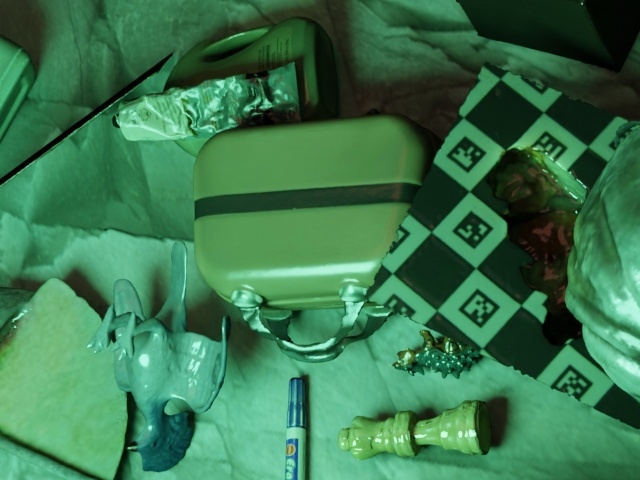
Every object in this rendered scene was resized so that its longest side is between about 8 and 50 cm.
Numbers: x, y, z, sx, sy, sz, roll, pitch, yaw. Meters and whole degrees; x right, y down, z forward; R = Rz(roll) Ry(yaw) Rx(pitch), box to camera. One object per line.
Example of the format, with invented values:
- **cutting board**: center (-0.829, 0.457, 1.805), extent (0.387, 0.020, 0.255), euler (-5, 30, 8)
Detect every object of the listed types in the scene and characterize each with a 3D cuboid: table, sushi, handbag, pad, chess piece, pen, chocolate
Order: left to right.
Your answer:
- **pad**: center (-0.331, -0.138, 1.909), extent (0.330, 0.220, 0.004), euler (-35, 101, 8)
- **pen**: center (-0.029, 0.253, 1.657), extent (0.025, 0.025, 0.204), euler (-10, 63, 22)
- **handbag**: center (0.000, 0.000, 1.686), extent (0.302, 0.149, 0.283), euler (-2, 75, 23)
- **chess piece**: center (0.099, 0.211, 1.598), extent (0.172, 0.060, 0.060), euler (-8, 64, 23)
- **table**: center (0.273, -0.325, 1.692), extent (0.193, 0.172, 0.169), euler (21, 78, 31)
- **sushi**: center (0.264, 0.012, 1.586), extent (0.339, 0.069, 0.320), euler (24, 72, 10)
- **chocolate**: center (0.353, 0.054, 1.382), extent (0.303, 0.303, 0.213), euler (31, 82, 33)

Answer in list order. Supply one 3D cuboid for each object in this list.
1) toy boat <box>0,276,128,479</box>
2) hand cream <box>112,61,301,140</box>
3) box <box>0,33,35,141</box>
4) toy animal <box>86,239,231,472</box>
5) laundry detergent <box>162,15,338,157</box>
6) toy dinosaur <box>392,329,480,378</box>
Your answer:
- **toy boat**: center (-0.360, 0.180, 1.818), extent (0.294, 0.111, 0.276), euler (3, 67, 13)
- **hand cream**: center (-0.141, -0.163, 1.794), extent (0.248, 0.052, 0.075), euler (-8, 99, 16)
- **box**: center (-0.531, -0.171, 1.999), extent (0.182, 0.175, 0.311), euler (27, 79, 0)
- **toy animal**: center (-0.188, 0.134, 1.702), extent (0.239, 0.176, 0.255), euler (17, 77, 43)
- **laundry detergent**: center (-0.108, -0.185, 1.859), extent (0.253, 0.091, 0.181), euler (-12, 67, 21)
- **toy dinosaur**: center (0.149, 0.123, 1.616), extent (0.154, 0.049, 0.055), euler (-9, 61, 28)
